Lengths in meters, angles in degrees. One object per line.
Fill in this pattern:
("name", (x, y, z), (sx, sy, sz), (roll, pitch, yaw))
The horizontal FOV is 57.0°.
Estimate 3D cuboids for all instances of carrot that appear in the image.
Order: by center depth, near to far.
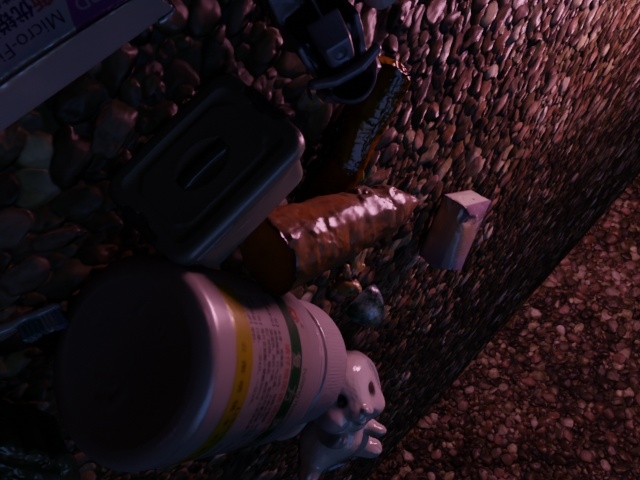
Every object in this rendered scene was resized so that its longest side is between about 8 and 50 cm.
("carrot", (0.031, -0.018, 0.703), (0.263, 0.102, 0.102), (-21, 142, -37))
("carrot", (0.035, -0.108, 0.752), (0.070, 0.070, 0.260), (-2, 127, -55))

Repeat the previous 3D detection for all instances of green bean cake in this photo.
("green bean cake", (-0.367, 0.241, 0.570), (0.183, 0.094, 0.185), (-45, 141, -4))

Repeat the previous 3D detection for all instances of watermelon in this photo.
("watermelon", (0.089, 0.125, 1.162), (0.085, 0.085, 0.061), (-42, -168, -14))

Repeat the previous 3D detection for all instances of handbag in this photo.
("handbag", (0.269, -0.013, 1.192), (0.117, 0.095, 0.173), (-12, 132, -45))

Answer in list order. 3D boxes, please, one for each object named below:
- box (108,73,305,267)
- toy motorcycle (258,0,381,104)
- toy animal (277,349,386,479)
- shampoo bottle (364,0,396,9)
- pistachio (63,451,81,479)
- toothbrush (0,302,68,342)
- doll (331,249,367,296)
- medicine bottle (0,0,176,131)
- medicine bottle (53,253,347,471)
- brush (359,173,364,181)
("box", (-0.100, -0.058, 0.576), (0.172, 0.124, 0.093), (-45, 162, -5))
("toy motorcycle", (-0.006, -0.199, 0.525), (0.080, 0.123, 0.215), (-32, 151, 0))
("toy animal", (0.042, 0.355, 1.241), (0.249, 0.174, 0.289), (9, 120, -45))
("shampoo bottle", (0.063, -0.293, 0.593), (0.072, 0.043, 0.099), (-48, 152, -4))
("pistachio", (-0.354, 0.324, 0.700), (0.185, 0.126, 0.108), (-51, -168, 0))
("toothbrush", (-0.370, 0.123, 0.504), (0.303, 0.030, 0.030), (-24, 143, -35))
("doll", (0.051, 0.054, 1.028), (0.061, 0.051, 0.093), (-2, 98, -54))
("medicine bottle", (-0.207, -0.163, 0.356), (0.201, 0.052, 0.171), (-41, 152, -13))
("medicine bottle", (-0.113, 0.144, 0.704), (0.208, 0.208, 0.339), (-53, 152, 7))
("brush", (0.020, -0.080, 0.821), (0.083, 0.021, 0.019), (-25, 150, -8))
